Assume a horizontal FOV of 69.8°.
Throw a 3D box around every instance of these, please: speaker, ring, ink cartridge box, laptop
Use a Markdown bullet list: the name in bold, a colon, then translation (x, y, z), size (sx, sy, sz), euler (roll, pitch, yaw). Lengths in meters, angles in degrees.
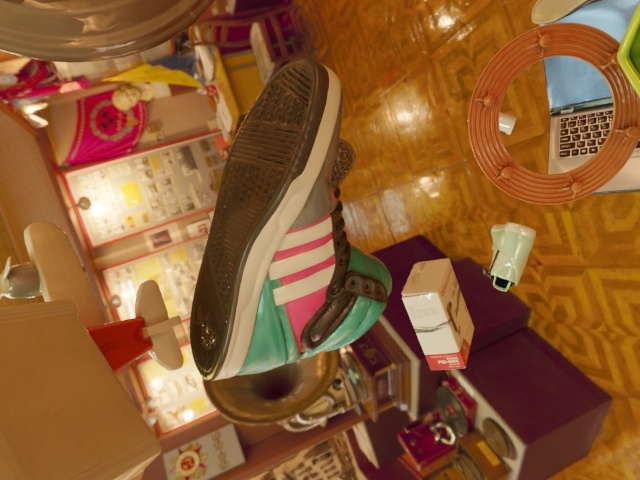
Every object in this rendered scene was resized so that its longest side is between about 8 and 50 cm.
- **speaker**: translation (0.518, -0.367, 1.390), size (0.136, 0.055, 0.055), euler (22, 145, 16)
- **ring**: translation (0.450, -0.234, 0.866), size (0.032, 0.336, 0.337), euler (-86, -20, -78)
- **ink cartridge box**: translation (0.179, 0.109, 0.688), size (0.056, 0.099, 0.135), euler (-12, 112, 31)
- **laptop**: translation (0.730, -0.344, 1.084), size (0.381, 0.236, 0.408), euler (-2, 67, 37)

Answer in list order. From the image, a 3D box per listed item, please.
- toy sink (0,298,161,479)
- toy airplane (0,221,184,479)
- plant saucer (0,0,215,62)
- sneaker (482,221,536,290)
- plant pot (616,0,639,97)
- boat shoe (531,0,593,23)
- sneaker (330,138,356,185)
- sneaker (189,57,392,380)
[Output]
- **toy sink**: translation (-0.274, 0.143, 0.386), size (0.234, 0.153, 0.131), euler (47, -163, 16)
- **toy airplane**: translation (-0.433, 0.208, 0.817), size (0.386, 0.272, 0.384), euler (-98, -19, -45)
- **plant saucer**: translation (-0.184, -0.264, 0.303), size (0.041, 0.277, 0.278), euler (-170, 61, -71)
- **sneaker**: translation (0.443, 0.043, 1.116), size (0.151, 0.094, 0.256), euler (-70, -17, 2)
- **plant pot**: translation (0.610, -0.299, 0.649), size (0.228, 0.207, 0.227), euler (69, -169, -61)
- **boat shoe**: translation (0.509, -0.475, 0.896), size (0.206, 0.064, 0.075), euler (179, 94, -68)
- **sneaker**: translation (-0.036, -0.073, 0.618), size (0.066, 0.188, 0.071), euler (50, -169, -16)
- **sneaker**: translation (0.000, 0.000, 0.436), size (0.124, 0.178, 0.296), euler (44, 120, 45)
